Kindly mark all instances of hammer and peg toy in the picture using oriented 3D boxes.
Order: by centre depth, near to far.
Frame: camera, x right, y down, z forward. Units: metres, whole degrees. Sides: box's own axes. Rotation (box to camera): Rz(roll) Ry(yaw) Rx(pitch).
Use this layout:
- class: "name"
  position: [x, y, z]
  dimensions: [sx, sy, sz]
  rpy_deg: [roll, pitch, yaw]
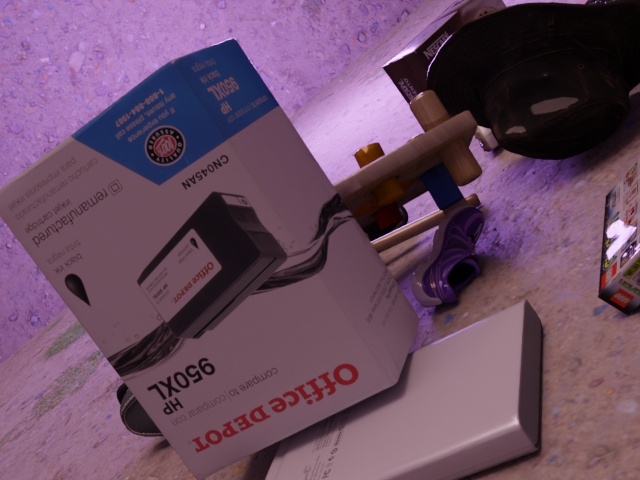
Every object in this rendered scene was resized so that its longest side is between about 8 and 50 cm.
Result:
- class: "hammer and peg toy"
  position: [0.088, -0.061, 1.182]
  dimensions: [0.266, 0.127, 0.361]
  rpy_deg: [-30, -10, -1]

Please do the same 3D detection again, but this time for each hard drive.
- class: "hard drive"
  position: [0.077, 0.185, 0.867]
  dimensions: [0.307, 0.040, 0.203]
  rpy_deg: [-29, 17, 27]

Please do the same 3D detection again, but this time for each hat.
- class: "hat"
  position: [0.314, -0.187, 1.175]
  dimensions: [0.331, 0.331, 0.134]
  rpy_deg: [-24, 61, 39]

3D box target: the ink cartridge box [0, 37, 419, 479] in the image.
- class: "ink cartridge box"
  position: [-0.117, 0.026, 0.952]
  dimensions: [0.285, 0.395, 0.166]
  rpy_deg: [-31, 9, 24]

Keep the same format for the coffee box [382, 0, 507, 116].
- class: "coffee box"
  position: [0.300, -0.411, 1.889]
  dimensions: [0.297, 0.168, 0.119]
  rpy_deg: [-44, 17, -27]

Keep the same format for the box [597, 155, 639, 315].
- class: "box"
  position: [0.329, -0.028, 0.855]
  dimensions: [0.114, 0.036, 0.207]
  rpy_deg: [-59, 0, 37]

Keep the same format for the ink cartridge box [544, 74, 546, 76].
- class: "ink cartridge box"
  position: [0.358, -0.277, 1.364]
  dimensions: [0.212, 0.154, 0.093]
  rpy_deg: [-165, 83, -73]

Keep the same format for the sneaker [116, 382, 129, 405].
- class: "sneaker"
  position: [-0.190, 0.194, 1.354]
  dimensions: [0.270, 0.090, 0.145]
  rpy_deg: [-24, 18, 29]

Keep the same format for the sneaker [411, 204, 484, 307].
- class: "sneaker"
  position: [0.182, 0.023, 1.107]
  dimensions: [0.071, 0.068, 0.170]
  rpy_deg: [-3, 43, 39]

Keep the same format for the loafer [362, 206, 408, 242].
- class: "loafer"
  position: [0.043, 0.006, 1.404]
  dimensions: [0.223, 0.076, 0.078]
  rpy_deg: [-32, 8, 5]

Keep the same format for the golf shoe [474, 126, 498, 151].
- class: "golf shoe"
  position: [0.312, -0.217, 1.477]
  dimensions: [0.086, 0.067, 0.186]
  rpy_deg: [-25, 19, 34]

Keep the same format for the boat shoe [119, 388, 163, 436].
- class: "boat shoe"
  position: [-0.176, 0.219, 1.198]
  dimensions: [0.319, 0.116, 0.099]
  rpy_deg: [-23, 16, 29]

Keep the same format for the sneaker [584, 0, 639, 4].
- class: "sneaker"
  position: [0.501, -0.323, 1.210]
  dimensions: [0.286, 0.130, 0.109]
  rpy_deg: [0, 39, 45]
